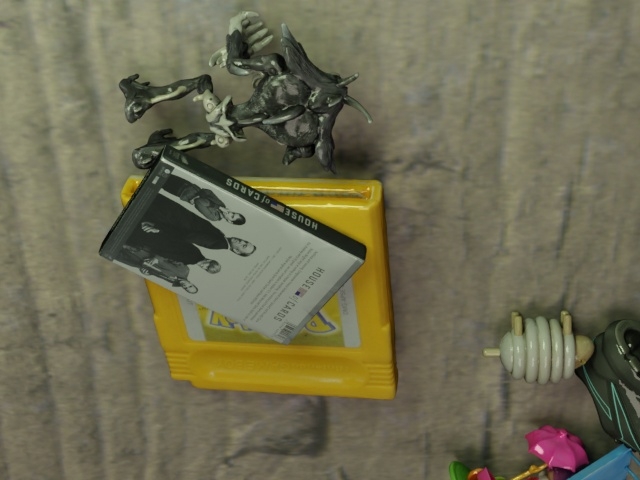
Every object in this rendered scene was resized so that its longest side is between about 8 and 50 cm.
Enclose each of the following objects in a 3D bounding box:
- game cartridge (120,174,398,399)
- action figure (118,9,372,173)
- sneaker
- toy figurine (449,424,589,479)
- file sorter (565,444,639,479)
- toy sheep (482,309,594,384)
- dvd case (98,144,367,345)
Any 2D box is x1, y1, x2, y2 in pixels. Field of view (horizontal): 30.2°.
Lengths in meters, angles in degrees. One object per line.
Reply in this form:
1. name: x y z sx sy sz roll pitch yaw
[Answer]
1. game cartridge: -0.060 0.062 1.362 0.285 0.053 0.324 2 132 11
2. action figure: -0.066 -0.147 1.206 0.275 0.141 0.164 -5 124 25
3. sneaker: 0.409 0.220 1.426 0.267 0.101 0.106 57 136 8
4. toy figurine: 0.279 0.312 1.534 0.159 0.130 0.173 -36 126 13
5. file sorter: 0.370 0.362 1.509 0.118 0.104 0.170 -28 143 -15
6. toy sheep: 0.260 0.129 1.416 0.132 0.091 0.091 -1 125 8
7. dvd case: -0.096 0.012 1.267 0.238 0.030 0.179 27 134 -15
